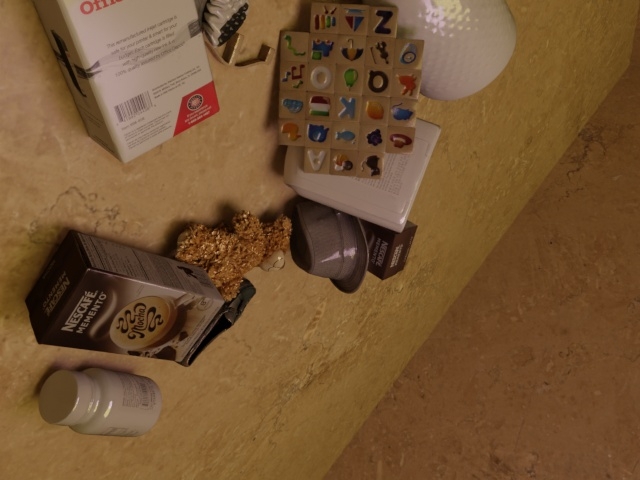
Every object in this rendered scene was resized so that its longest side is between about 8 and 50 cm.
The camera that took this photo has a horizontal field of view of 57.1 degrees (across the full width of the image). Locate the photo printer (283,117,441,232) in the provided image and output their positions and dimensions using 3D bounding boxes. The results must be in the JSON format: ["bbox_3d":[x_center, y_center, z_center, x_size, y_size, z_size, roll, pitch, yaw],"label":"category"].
[{"bbox_3d":[0.082,-0.187,1.312,0.107,0.308,0.255,38,72,-85],"label":"photo printer"}]

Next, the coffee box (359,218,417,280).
[{"bbox_3d":[0.113,-0.024,1.539,0.098,0.247,0.141,-20,132,-45],"label":"coffee box"}]

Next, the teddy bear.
[{"bbox_3d":[-0.192,0.036,1.309,0.338,0.113,0.245,14,108,-56],"label":"teddy bear"}]

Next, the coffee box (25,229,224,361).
[{"bbox_3d":[-0.352,0.113,1.084,0.297,0.119,0.168,22,110,-48],"label":"coffee box"}]

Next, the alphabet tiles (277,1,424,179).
[{"bbox_3d":[0.057,-0.298,1.198,0.011,0.286,0.342,-74,168,-71],"label":"alphabet tiles"}]

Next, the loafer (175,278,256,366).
[{"bbox_3d":[-0.245,0.200,1.401,0.268,0.084,0.096,-40,144,-26],"label":"loafer"}]

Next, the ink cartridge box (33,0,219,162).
[{"bbox_3d":[-0.286,-0.289,0.895,0.197,0.114,0.272,-37,144,-28],"label":"ink cartridge box"}]

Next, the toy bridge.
[{"bbox_3d":[-0.163,-0.354,1.090,0.188,0.026,0.063,1,117,-54],"label":"toy bridge"}]

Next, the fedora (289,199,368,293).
[{"bbox_3d":[0.000,0.000,1.433,0.125,0.275,0.243,-5,146,-23],"label":"fedora"}]

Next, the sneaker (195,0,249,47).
[{"bbox_3d":[-0.155,-0.404,0.862,0.110,0.118,0.292,-51,-174,-25],"label":"sneaker"}]

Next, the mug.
[{"bbox_3d":[0.204,-0.477,1.294,0.374,0.276,0.328,-34,147,21],"label":"mug"}]

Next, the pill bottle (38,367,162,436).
[{"bbox_3d":[-0.445,0.329,1.199,0.131,0.131,0.229,-56,148,-2],"label":"pill bottle"}]
